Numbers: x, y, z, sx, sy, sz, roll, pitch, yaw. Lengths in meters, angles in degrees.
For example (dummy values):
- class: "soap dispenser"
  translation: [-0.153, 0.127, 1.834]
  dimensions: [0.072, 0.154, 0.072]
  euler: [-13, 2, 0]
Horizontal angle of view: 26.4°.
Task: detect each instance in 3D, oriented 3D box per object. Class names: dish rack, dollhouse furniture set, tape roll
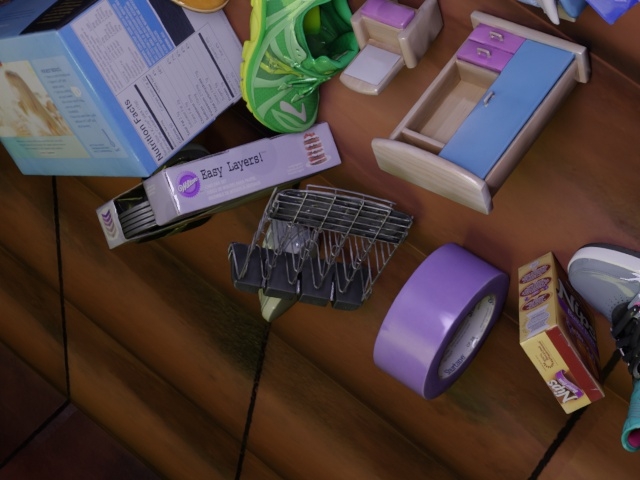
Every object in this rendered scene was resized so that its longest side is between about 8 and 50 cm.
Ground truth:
- class: "dish rack"
  translation: [0.000, 0.000, 1.832]
  dimensions: [0.208, 0.074, 0.271]
  euler: [10, 146, -13]
- class: "dollhouse furniture set"
  translation: [0.095, -0.225, 1.316]
  dimensions: [0.286, 0.198, 0.303]
  euler: [25, 156, 32]
- class: "tape roll"
  translation: [0.154, 0.102, 1.727]
  dimensions: [0.080, 0.189, 0.189]
  euler: [34, 149, 21]

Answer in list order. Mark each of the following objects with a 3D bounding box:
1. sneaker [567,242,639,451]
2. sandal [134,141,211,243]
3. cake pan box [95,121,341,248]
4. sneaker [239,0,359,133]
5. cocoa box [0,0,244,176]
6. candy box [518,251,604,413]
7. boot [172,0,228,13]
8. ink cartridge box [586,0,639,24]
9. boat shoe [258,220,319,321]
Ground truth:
- class: "sneaker"
  translation: [0.367, 0.142, 1.510]
  dimensions: [0.295, 0.178, 0.124]
  euler: [35, 150, 18]
- class: "sandal"
  translation: [-0.225, -0.082, 2.090]
  dimensions: [0.086, 0.120, 0.303]
  euler: [66, 156, 20]
- class: "cake pan box"
  translation: [-0.143, -0.072, 1.812]
  dimensions: [0.246, 0.267, 0.070]
  euler: [-23, 87, 57]
- class: "sneaker"
  translation: [-0.021, -0.220, 1.619]
  dimensions: [0.123, 0.109, 0.295]
  euler: [38, 151, 21]
- class: "cocoa box"
  translation: [-0.302, -0.237, 1.837]
  dimensions: [0.347, 0.228, 0.231]
  euler: [4, 131, 50]
- class: "candy box"
  translation: [0.277, 0.103, 1.585]
  dimensions: [0.053, 0.186, 0.109]
  euler: [-29, 109, 18]
- class: "boot"
  translation: [-0.182, -0.418, 1.578]
  dimensions: [0.295, 0.104, 0.211]
  euler: [51, 152, -2]
- class: "ink cartridge box"
  translation: [0.314, -0.309, 1.009]
  dimensions: [0.270, 0.151, 0.395]
  euler: [46, 150, -1]
- class: "boat shoe"
  translation: [-0.061, 0.037, 2.052]
  dimensions: [0.081, 0.079, 0.227]
  euler: [46, 148, 18]
